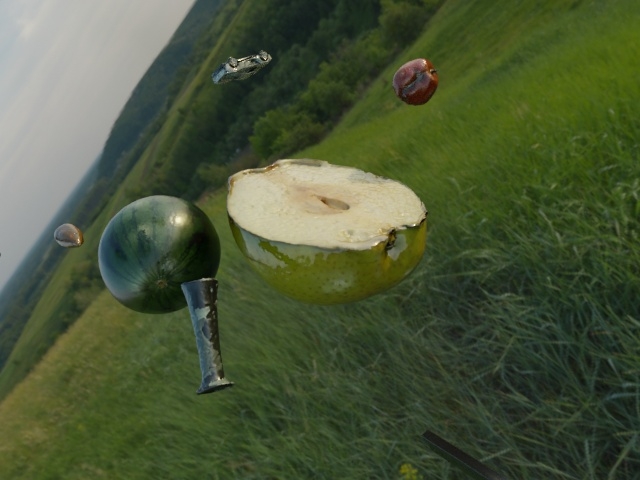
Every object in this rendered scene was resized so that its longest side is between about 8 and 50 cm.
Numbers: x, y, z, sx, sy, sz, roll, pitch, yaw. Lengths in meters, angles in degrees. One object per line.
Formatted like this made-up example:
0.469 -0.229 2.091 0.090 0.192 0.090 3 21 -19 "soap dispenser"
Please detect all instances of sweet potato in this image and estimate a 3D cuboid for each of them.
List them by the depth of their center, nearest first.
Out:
-0.357 -0.005 0.799 0.095 0.034 0.034 13 68 45 "sweet potato"

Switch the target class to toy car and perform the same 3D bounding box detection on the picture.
-0.103 -0.233 0.757 0.093 0.025 0.041 -27 6 -36 "toy car"

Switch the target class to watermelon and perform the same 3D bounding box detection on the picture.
-0.320 0.027 1.122 0.242 0.242 0.242 -43 25 26 "watermelon"

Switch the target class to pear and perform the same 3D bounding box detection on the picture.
0.000 0.000 1.024 0.386 0.340 0.192 32 131 45 "pear"

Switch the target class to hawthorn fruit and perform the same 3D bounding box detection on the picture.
0.185 -0.306 1.072 0.093 0.093 0.093 -43 25 26 "hawthorn fruit"

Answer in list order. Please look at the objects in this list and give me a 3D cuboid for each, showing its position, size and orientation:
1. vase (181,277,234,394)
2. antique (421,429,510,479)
-0.170 0.143 0.844 0.059 0.059 0.167 -29 67 46 "vase"
0.184 0.278 0.685 0.015 0.031 0.192 -38 13 -16 "antique"
